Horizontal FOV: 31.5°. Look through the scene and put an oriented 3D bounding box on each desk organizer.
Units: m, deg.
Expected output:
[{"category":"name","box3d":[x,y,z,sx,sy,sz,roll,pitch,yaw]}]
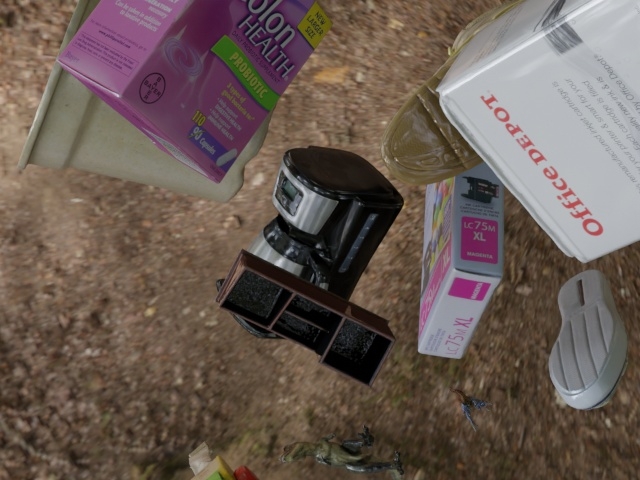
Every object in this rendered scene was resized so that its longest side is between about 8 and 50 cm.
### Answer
[{"category":"desk organizer","box3d":[-0.011,0.059,0.855,0.130,0.050,0.047,26,98,-10]}]

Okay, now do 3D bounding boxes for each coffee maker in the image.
[{"category":"coffee maker","box3d":[0.000,0.000,1.147,0.120,0.171,0.178,38,116,18]}]

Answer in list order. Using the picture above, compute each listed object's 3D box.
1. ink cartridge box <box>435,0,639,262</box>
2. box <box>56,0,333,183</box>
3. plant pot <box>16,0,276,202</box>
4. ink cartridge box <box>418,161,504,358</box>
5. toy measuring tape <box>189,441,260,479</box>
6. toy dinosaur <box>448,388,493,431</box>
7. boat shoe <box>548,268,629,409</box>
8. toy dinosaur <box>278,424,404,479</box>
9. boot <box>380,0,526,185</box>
[{"category":"ink cartridge box","box3d":[0.204,-0.098,0.687,0.158,0.092,0.218,48,134,-14]},{"category":"box","box3d":[-0.134,-0.226,1.293,0.117,0.213,0.243,30,82,34]},{"category":"plant pot","box3d":[-0.235,-0.208,1.651,0.305,0.334,0.334,20,101,-14]},{"category":"ink cartridge box","box3d":[0.161,-0.044,1.293,0.065,0.186,0.311,10,56,-2]},{"category":"toy measuring tape","box3d":[-0.137,0.380,1.681,0.121,0.330,0.121,0,91,-11]},{"category":"toy dinosaur","box3d":[0.241,0.253,1.789,0.047,0.082,0.090,-33,94,4]},{"category":"boat shoe","box3d":[0.383,0.143,1.554,0.109,0.302,0.094,-32,106,27]},{"category":"toy dinosaur","box3d":[0.064,0.345,1.808,0.118,0.268,0.064,-28,50,47]},{"category":"boot","box3d":[0.156,-0.159,1.140,0.262,0.203,0.095,-45,99,1]}]
